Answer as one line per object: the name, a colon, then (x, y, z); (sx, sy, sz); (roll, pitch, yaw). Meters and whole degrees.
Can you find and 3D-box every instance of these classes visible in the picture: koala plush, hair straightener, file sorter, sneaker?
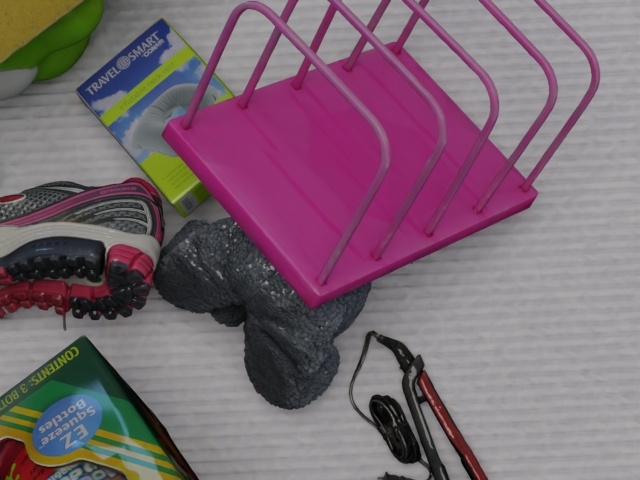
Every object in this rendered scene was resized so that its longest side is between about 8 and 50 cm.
koala plush: (0.000, 0.000, 1.745); (0.196, 0.203, 0.221); (45, 65, 3)
hair straightener: (0.087, 0.188, 1.773); (0.089, 0.047, 0.230); (-27, 81, -3)
file sorter: (0.061, -0.115, 1.652); (0.291, 0.182, 0.202); (-24, 64, -42)
sneaker: (-0.280, 0.004, 1.781); (0.299, 0.121, 0.112); (2, 53, 15)

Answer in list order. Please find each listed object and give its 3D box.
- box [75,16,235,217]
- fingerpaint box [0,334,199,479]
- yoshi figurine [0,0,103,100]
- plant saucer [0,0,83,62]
box: (-0.140, -0.120, 1.807); (0.109, 0.042, 0.178); (-40, 66, -4)
fingerpaint box: (-0.269, 0.344, 1.603); (0.445, 0.163, 0.371); (-37, 41, -3)
yoshi figurine: (-0.350, -0.156, 1.805); (0.362, 0.203, 0.203); (-22, 40, 12)
plant saucer: (-0.299, -0.314, 1.732); (0.333, 0.081, 0.333); (-41, 52, -20)
